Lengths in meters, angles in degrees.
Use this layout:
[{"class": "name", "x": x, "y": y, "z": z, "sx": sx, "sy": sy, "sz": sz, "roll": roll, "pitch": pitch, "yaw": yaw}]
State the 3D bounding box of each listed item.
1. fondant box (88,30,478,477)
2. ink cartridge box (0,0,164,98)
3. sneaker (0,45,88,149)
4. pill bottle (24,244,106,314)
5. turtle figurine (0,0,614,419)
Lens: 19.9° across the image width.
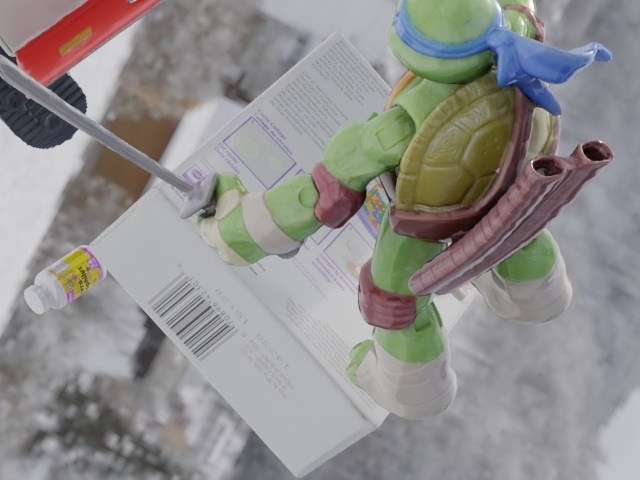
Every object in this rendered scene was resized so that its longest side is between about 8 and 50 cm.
[{"class": "fondant box", "x": 0.000, "y": 0.000, "z": 1.451, "sx": 0.096, "sy": 0.238, "sz": 0.330, "roll": -39, "pitch": -176, "yaw": 37}, {"class": "ink cartridge box", "x": -0.141, "y": -0.250, "z": 1.447, "sx": 0.296, "sy": 0.066, "sz": 0.261, "roll": -36, "pitch": -159, "yaw": 1}, {"class": "sneaker", "x": -0.356, "y": -0.231, "z": 1.857, "sx": 0.112, "sy": 0.131, "sz": 0.319, "roll": -35, "pitch": 133, "yaw": -10}, {"class": "pill bottle", "x": -0.264, "y": 0.042, "z": 1.878, "sx": 0.083, "sy": 0.043, "sz": 0.043, "roll": -37, "pitch": 165, "yaw": -34}, {"class": "turtle figurine", "x": 0.028, "y": -0.055, "z": 0.929, "sx": 0.266, "sy": 0.274, "sz": 0.198, "roll": 75, "pitch": 28, "yaw": -47}]
